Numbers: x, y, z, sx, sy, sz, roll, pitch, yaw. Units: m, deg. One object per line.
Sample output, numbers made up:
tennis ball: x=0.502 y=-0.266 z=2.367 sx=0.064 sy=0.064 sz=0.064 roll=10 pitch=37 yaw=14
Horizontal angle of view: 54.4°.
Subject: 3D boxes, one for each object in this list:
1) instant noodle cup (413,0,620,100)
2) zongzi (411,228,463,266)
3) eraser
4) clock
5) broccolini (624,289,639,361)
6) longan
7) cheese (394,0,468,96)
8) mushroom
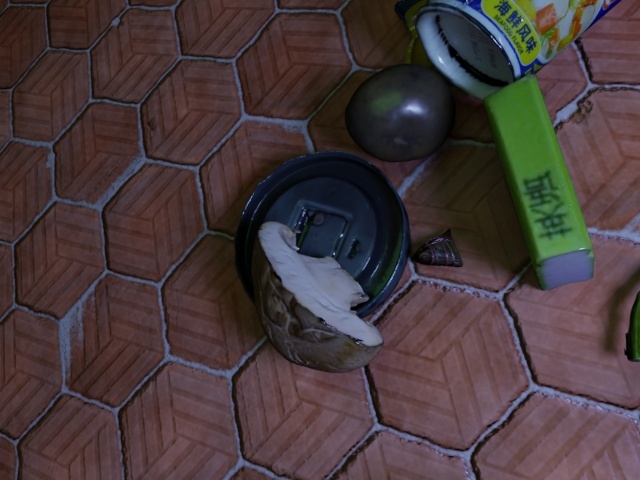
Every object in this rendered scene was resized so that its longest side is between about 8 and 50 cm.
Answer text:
instant noodle cup: x=0.319 y=-0.390 z=0.956 sx=0.284 sy=0.284 sz=0.312 roll=40 pitch=83 yaw=28
zongzi: x=0.182 y=0.023 z=1.018 sx=0.083 sy=0.073 sz=0.067 roll=-18 pitch=85 yaw=18
eraser: x=0.322 y=-0.080 z=0.918 sx=0.092 sy=0.210 sz=0.274 roll=-16 pitch=69 yaw=18
clock: x=0.000 y=0.000 z=1.104 sx=0.325 sy=0.067 sz=0.325 roll=-7 pitch=71 yaw=21
broccolini: x=0.523 y=0.070 z=0.863 sx=0.123 sy=0.062 sz=0.271 roll=31 pitch=81 yaw=43
longan: x=0.135 y=-0.215 z=1.059 sx=0.187 sy=0.167 sz=0.167 roll=-17 pitch=62 yaw=-20
cheese: x=0.224 y=-0.369 z=1.132 sx=0.177 sy=0.069 sz=0.270 roll=-30 pitch=62 yaw=11
mushroom: x=-0.032 y=0.108 z=0.990 sx=0.285 sy=0.156 sz=0.151 roll=49 pitch=124 yaw=27
